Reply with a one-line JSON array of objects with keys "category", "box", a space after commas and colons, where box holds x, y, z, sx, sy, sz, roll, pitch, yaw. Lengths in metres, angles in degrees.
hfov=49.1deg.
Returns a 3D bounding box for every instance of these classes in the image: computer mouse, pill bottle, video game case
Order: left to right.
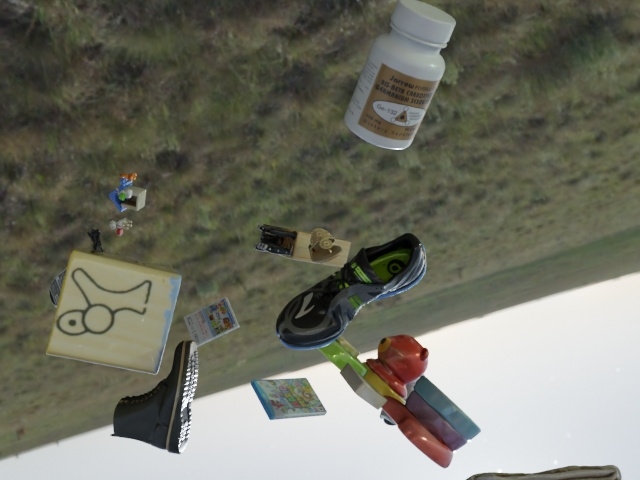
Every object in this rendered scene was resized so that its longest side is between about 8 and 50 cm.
[{"category": "computer mouse", "box": [-0.505, 0.071, 1.474, 0.193, 0.106, 0.042, -41, 155, 26]}, {"category": "video game case", "box": [-0.278, 0.208, 1.787, 0.122, 0.087, 0.011, -25, 157, -3]}, {"category": "video game case", "box": [-0.077, 0.384, 1.708, 0.166, 0.119, 0.015, 6, 123, -38]}, {"category": "pill bottle", "box": [0.138, -0.284, 1.199, 0.131, 0.131, 0.229, -9, 132, -41]}]

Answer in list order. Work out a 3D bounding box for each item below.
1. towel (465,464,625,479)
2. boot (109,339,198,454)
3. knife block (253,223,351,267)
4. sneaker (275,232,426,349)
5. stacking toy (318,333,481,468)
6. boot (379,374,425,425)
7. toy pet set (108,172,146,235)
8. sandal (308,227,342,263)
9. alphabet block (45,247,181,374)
[{"category": "towel", "box": [0.265, 0.346, 0.886, 0.187, 0.049, 0.282, -4, 144, 1]}, {"category": "boot", "box": [-0.295, 0.266, 1.231, 0.136, 0.198, 0.077, 8, 175, 8]}, {"category": "knife block", "box": [-0.059, 0.017, 2.160, 0.275, 0.088, 0.242, 14, -176, 9]}, {"category": "sneaker", "box": [0.031, 0.047, 0.742, 0.188, 0.067, 0.078, -30, 150, -14]}, {"category": "stacking toy", "box": [0.131, 0.221, 1.201, 0.130, 0.279, 0.309, -47, -151, -2]}, {"category": "boot", "box": [0.152, 0.331, 1.497, 0.095, 0.124, 0.258, 15, 172, -2]}, {"category": "toy pet set", "box": [-0.404, -0.088, 1.409, 0.065, 0.122, 0.114, 15, -158, 7]}, {"category": "sandal", "box": [-0.006, 0.003, 1.990, 0.088, 0.079, 0.240, -27, -169, -6]}, {"category": "alphabet block", "box": [-0.381, 0.127, 1.310, 0.197, 0.193, 0.193, 15, 176, -14]}]
